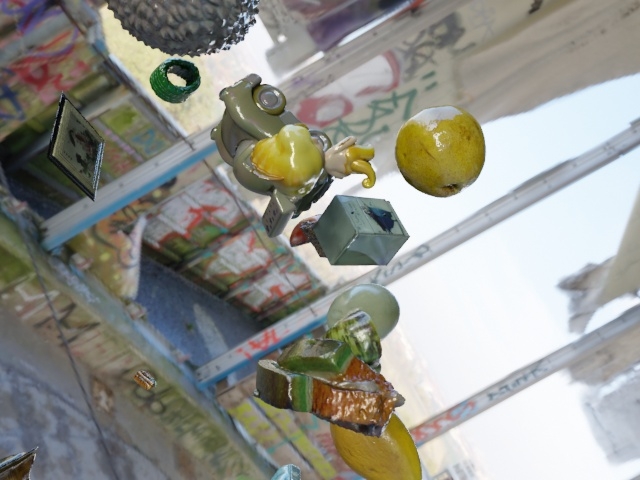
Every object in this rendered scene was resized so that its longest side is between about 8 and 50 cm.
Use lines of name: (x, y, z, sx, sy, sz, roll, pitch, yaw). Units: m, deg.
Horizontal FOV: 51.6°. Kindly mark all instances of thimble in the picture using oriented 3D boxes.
thimble: (-0.400, -0.446, 1.841, 0.118, 0.130, 0.090, 54, -35, -11)

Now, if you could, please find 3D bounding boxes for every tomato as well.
tomato: (-0.028, -0.037, 2.154, 0.166, 0.174, 0.082, -25, 95, -86)

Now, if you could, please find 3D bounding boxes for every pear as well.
pear: (0.274, -0.195, 1.499, 0.209, 0.208, 0.209, 60, 3, -6)

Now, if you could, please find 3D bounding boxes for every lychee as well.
lychee: (-0.321, -0.612, 1.563, 0.381, 0.380, 0.432, 61, 9, 8)

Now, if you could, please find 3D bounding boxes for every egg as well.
egg: (0.133, 0.223, 1.990, 0.186, 0.253, 0.187, 14, -71, 50)

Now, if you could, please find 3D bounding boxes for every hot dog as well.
hot dog: (-0.571, 0.451, 2.153, 0.122, 0.049, 0.037, 14, -59, 48)

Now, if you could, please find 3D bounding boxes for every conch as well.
conch: (0.077, 0.272, 1.554, 0.182, 0.124, 0.187, 60, -26, -3)

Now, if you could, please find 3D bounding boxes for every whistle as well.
whistle: (-0.088, 0.696, 1.755, 0.186, 0.093, 0.274, 32, 17, -15)

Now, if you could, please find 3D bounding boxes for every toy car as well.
toy car: (-0.142, -0.206, 1.636, 0.336, 0.226, 0.242, 44, -26, 4)

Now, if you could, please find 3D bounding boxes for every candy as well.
candy: (-0.648, 0.512, 1.320, 0.101, 0.271, 0.143, 37, 31, 8)

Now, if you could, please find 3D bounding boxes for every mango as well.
mango: (0.134, 0.498, 1.610, 0.317, 0.176, 0.119, 49, 12, 12)

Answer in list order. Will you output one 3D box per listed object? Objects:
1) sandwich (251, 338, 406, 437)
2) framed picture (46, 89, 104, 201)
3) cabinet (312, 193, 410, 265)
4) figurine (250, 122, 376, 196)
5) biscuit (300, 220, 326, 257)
sandwich: (0.026, 0.281, 1.321, 0.300, 0.162, 0.250, 17, -7, -9)
framed picture: (-0.578, -0.221, 1.584, 0.195, 0.010, 0.200, 60, 24, -56)
cabinet: (0.120, -0.027, 1.888, 0.206, 0.150, 0.145, 2, 47, -36)
figurine: (-0.016, -0.150, 1.273, 0.131, 0.246, 0.156, -113, -158, -51)
biscuit: (0.000, 0.000, 2.022, 0.199, 0.064, 0.035, 56, 38, -55)
